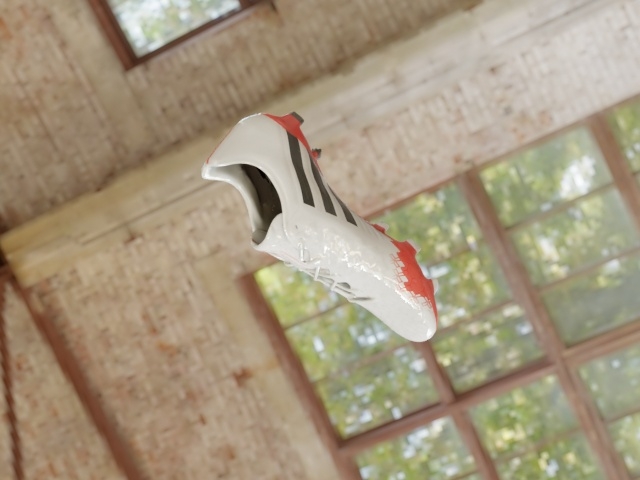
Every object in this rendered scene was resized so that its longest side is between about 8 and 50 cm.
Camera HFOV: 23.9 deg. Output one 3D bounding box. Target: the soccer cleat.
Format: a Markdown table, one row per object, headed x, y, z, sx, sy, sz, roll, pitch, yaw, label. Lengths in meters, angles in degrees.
| x | y | z | sx | sy | sz | roll | pitch | yaw | label |
| --- | --- | --- | --- | --- | --- | --- | --- | --- | --- |
| 0.000 | 0.000 | 0.435 | 0.035 | 0.029 | 0.083 | -38 | -92 | -36 | soccer cleat |
